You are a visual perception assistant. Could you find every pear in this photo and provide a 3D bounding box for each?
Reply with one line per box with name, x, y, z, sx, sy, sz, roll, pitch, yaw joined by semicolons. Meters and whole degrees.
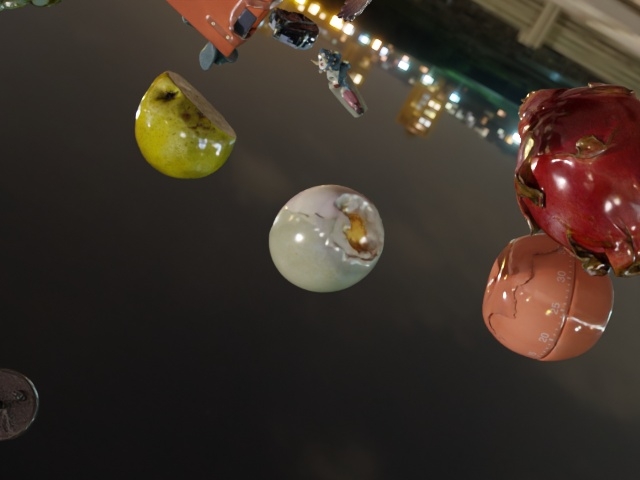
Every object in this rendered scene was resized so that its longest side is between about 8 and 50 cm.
pear;-0.180;-0.137;1.296;0.141;0.104;0.141;48;-175;-6

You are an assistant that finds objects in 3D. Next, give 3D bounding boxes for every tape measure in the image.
tape measure;-0.051;-0.413;2.005;0.094;0.054;0.091;15;-147;-21

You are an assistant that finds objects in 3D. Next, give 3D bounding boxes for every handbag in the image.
handbag;-0.140;-0.333;1.260;0.190;0.127;0.063;43;-138;-4

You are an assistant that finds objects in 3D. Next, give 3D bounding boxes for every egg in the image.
egg;0.000;0.000;1.751;0.183;0.183;0.217;21;156;-36

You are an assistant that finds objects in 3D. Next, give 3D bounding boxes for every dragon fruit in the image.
dragon fruit;0.388;-0.095;1.442;0.250;0.315;0.250;9;152;5

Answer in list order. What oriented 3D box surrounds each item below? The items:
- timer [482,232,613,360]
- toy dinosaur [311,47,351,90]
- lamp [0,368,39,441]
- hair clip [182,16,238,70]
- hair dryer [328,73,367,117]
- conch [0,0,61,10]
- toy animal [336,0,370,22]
timer;0.412;0.104;1.884;0.215;0.230;0.229;19;-168;-6
toy dinosaur;0.022;-0.280;1.684;0.030;0.047;0.083;-8;143;44
lamp;-0.524;0.238;1.365;0.130;0.108;0.371;57;-165;9
hair clip;-0.185;-0.337;1.689;0.229;0.070;0.039;67;-173;-80
hair dryer;0.071;-0.311;2.298;0.106;0.054;0.154;52;-171;-23
conch;-0.520;-0.466;1.765;0.181;0.187;0.124;27;-143;-57
toy animal;0.112;-0.540;1.880;0.284;0.302;0.225;-132;21;-80
